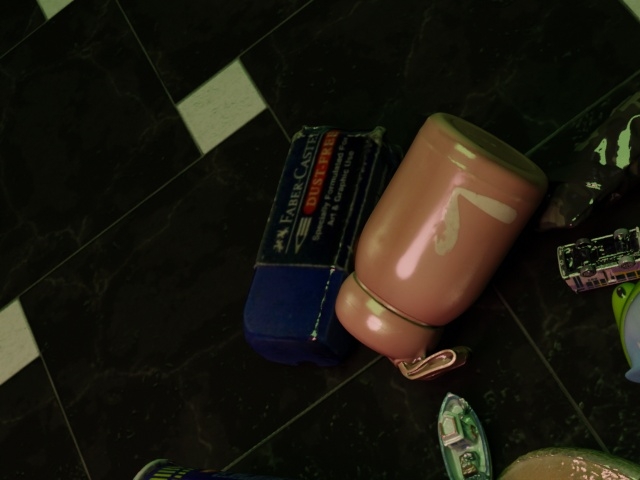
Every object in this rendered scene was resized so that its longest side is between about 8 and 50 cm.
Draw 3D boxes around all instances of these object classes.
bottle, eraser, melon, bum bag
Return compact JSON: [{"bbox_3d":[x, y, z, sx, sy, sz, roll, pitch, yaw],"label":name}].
[{"bbox_3d":[0.147,0.015,1.835,0.206,0.173,0.297,39,106,28],"label":"bottle"},{"bbox_3d":[0.000,0.000,2.004,0.155,0.101,0.332,2,63,32],"label":"eraser"},{"bbox_3d":[0.288,0.276,1.718,0.182,0.054,0.098,23,91,38],"label":"melon"},{"bbox_3d":[0.392,-0.127,1.849,0.340,0.095,0.144,-42,23,1],"label":"bum bag"}]

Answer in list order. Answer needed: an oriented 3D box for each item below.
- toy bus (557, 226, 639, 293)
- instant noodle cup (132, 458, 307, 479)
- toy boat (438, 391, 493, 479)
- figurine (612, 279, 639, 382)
[{"bbox_3d":[0.344,0.025,1.815,0.102,0.058,0.052,-15,56,17],"label":"toy bus"},{"bbox_3d":[-0.047,0.385,1.717,0.312,0.284,0.284,-4,61,19],"label":"instant noodle cup"},{"bbox_3d":[0.168,0.242,1.786,0.059,0.066,0.140,-25,52,20],"label":"toy boat"},{"bbox_3d":[0.430,0.139,1.656,0.162,0.143,0.263,-35,68,18],"label":"figurine"}]
